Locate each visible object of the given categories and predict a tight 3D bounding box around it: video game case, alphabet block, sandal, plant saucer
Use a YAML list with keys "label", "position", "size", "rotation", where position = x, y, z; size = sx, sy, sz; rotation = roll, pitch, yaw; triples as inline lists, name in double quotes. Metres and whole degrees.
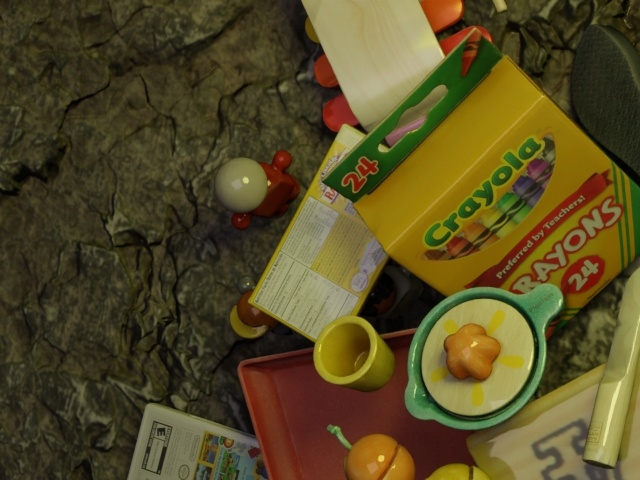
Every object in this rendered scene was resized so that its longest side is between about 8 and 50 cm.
- label: "video game case"
  position: [-0.133, 0.322, 1.463]
  size: [0.206, 0.026, 0.227]
  rotation: [15, 91, 20]
- label: "alphabet block"
  position: [0.284, 0.222, 1.229]
  size: [0.197, 0.192, 0.193]
  rotation: [-32, 75, 17]
- label: "sandal"
  position: [0.323, -0.117, 1.267]
  size: [0.254, 0.054, 0.097]
  rotation: [65, 145, 39]
- label: "plant saucer"
  position: [0.061, 0.224, 1.345]
  size: [0.258, 0.048, 0.259]
  rotation: [-13, 96, 30]

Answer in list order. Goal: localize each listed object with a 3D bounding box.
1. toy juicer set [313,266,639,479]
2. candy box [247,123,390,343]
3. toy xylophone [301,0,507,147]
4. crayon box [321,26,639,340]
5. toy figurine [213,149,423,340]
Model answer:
- label: "toy juicer set"
  position: [0.146, 0.141, 1.147]
  size: [0.329, 0.089, 0.209]
  rotation: [-15, 61, 25]
- label: "candy box"
  position: [0.020, -0.001, 1.272]
  size: [0.105, 0.027, 0.206]
  rotation: [31, 101, 14]
- label: "toy xylophone"
  position: [0.076, -0.270, 1.389]
  size: [0.236, 0.081, 0.322]
  rotation: [-19, 81, 18]
- label: "crayon box"
  position: [0.174, -0.034, 1.216]
  size: [0.202, 0.318, 0.081]
  rotation: [-45, 43, 13]
- label: "toy figurine"
  position: [0.000, 0.000, 1.366]
  size: [0.213, 0.148, 0.209]
  rotation: [-6, 85, 19]
